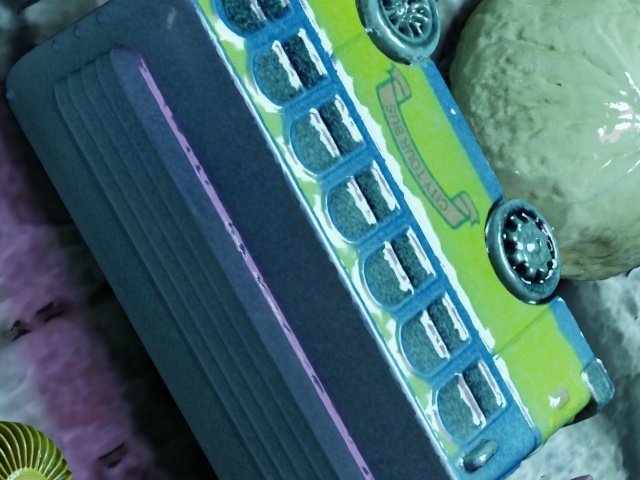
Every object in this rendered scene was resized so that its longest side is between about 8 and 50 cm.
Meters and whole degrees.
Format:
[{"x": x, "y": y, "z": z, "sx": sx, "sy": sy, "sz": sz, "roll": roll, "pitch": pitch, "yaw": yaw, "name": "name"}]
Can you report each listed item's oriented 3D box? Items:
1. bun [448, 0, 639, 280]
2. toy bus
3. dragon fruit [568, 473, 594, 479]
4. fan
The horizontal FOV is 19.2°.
[{"x": 0.190, "y": -0.086, "z": 1.281, "sx": 0.220, "sy": 0.134, "sz": 0.220, "roll": 16, "pitch": 69, "yaw": -46, "name": "bun"}, {"x": 0.000, "y": 0.000, "z": 0.984, "sx": 0.190, "sy": 0.152, "sz": 0.312, "roll": -35, "pitch": 99, "yaw": -47, "name": "toy bus"}, {"x": 0.101, "y": 0.294, "z": 1.024, "sx": 0.386, "sy": 0.249, "sz": 0.371, "roll": 38, "pitch": 75, "yaw": -46, "name": "dragon fruit"}, {"x": -0.136, "y": 0.154, "z": 0.926, "sx": 0.155, "sy": 0.039, "sz": 0.082, "roll": 57, "pitch": 45, "yaw": -28, "name": "fan"}]
